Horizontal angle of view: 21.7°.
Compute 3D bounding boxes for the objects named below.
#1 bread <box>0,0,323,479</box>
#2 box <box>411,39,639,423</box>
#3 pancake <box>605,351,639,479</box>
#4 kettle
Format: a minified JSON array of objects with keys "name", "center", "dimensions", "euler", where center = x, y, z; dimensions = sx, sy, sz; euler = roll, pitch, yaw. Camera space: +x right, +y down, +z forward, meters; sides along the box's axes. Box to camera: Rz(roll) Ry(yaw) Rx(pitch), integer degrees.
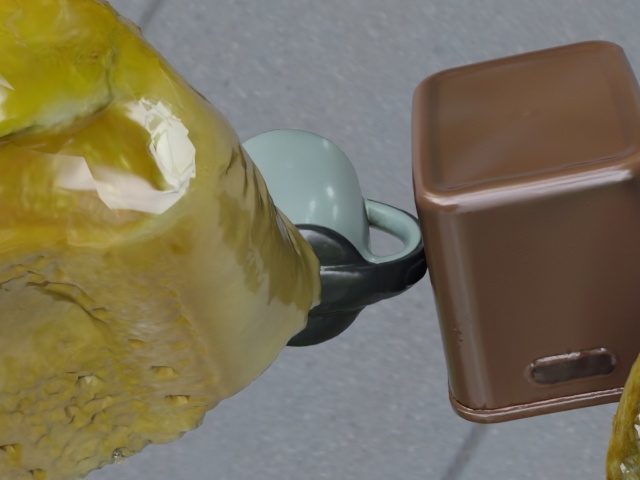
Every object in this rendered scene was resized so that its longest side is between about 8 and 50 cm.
[{"name":"bread","center":[-0.213,-0.020,1.069],"dimensions":[0.361,0.394,0.250],"euler":[-23,62,0]},{"name":"box","center":[0.215,-0.022,1.607],"dimensions":[0.239,0.339,0.229],"euler":[-11,116,8]},{"name":"pancake","center":[0.377,0.210,1.281],"dimensions":[0.387,0.082,0.387],"euler":[16,113,42]},{"name":"kettle","center":[0.000,0.000,1.711],"dimensions":[0.221,0.236,0.161],"euler":[-1,114,-4]}]
